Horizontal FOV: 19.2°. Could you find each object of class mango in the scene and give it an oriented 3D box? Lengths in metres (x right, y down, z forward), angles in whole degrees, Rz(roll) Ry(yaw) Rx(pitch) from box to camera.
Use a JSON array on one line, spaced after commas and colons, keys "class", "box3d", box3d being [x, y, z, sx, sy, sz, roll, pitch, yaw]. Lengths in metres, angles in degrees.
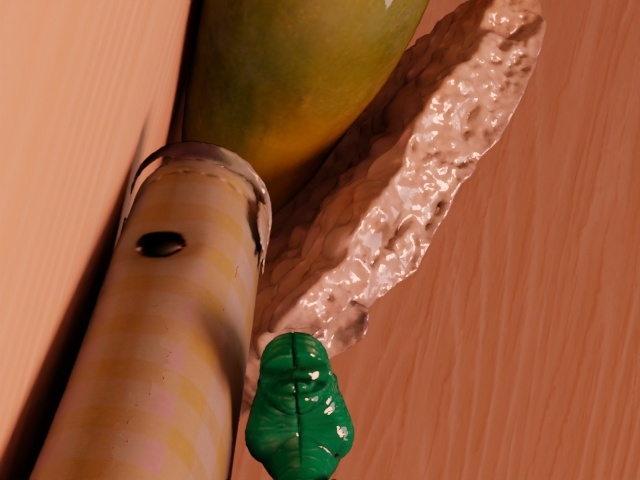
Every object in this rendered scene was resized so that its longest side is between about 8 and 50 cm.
[{"class": "mango", "box3d": [-0.007, -0.095, 0.740, 0.191, 0.085, 0.122, 123, -19, -49]}]

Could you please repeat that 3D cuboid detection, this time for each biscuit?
[{"class": "biscuit", "box3d": [0.000, 0.000, 0.784, 0.265, 0.040, 0.188, -47, -165, 16]}]

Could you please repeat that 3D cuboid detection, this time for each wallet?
[{"class": "wallet", "box3d": [-0.071, 0.135, 0.550, 0.309, 0.077, 0.223, -79, 180, -61]}]

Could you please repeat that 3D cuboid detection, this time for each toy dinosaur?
[{"class": "toy dinosaur", "box3d": [-0.003, 0.095, 0.563, 0.096, 0.059, 0.132, -91, 178, -48]}]
